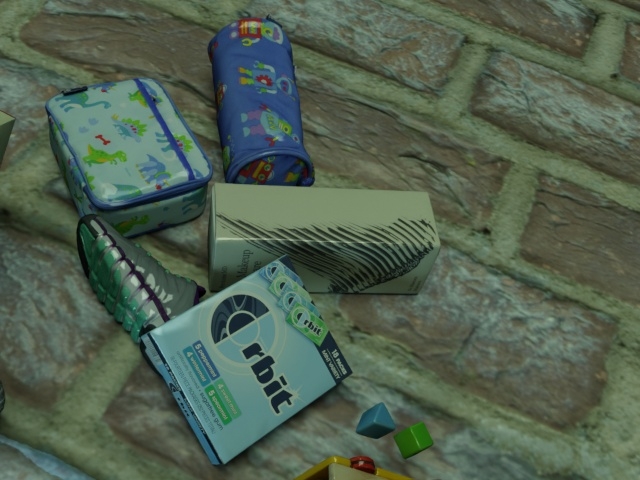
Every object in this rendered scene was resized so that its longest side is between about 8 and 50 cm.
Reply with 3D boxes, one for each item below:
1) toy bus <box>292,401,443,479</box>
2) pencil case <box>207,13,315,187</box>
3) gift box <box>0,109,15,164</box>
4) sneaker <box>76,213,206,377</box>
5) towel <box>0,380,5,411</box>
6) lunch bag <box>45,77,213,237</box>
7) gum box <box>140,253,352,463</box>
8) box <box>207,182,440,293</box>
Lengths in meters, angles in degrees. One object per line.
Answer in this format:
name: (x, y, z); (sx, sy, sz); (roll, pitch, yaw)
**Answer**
toy bus: (0.057, 0.285, 0.778); (0.202, 0.104, 0.191); (55, 36, 7)
pencil case: (-0.082, -0.180, 1.121); (0.133, 0.119, 0.306); (5, 50, -20)
gift box: (-0.492, -0.076, 0.802); (0.276, 0.255, 0.258); (33, 25, -2)
sneaker: (-0.197, 0.054, 0.939); (0.098, 0.083, 0.224); (-24, 70, -40)
towel: (-0.403, 0.132, 0.684); (0.121, 0.284, 0.235); (39, 55, 18)
lunch bag: (-0.249, -0.115, 1.051); (0.176, 0.090, 0.219); (-15, 57, -27)
gum box: (-0.076, 0.126, 0.878); (0.184, 0.041, 0.157); (-30, 91, -30)
box: (0.000, 0.000, 0.997); (0.275, 0.113, 0.094); (0, 52, -11)
